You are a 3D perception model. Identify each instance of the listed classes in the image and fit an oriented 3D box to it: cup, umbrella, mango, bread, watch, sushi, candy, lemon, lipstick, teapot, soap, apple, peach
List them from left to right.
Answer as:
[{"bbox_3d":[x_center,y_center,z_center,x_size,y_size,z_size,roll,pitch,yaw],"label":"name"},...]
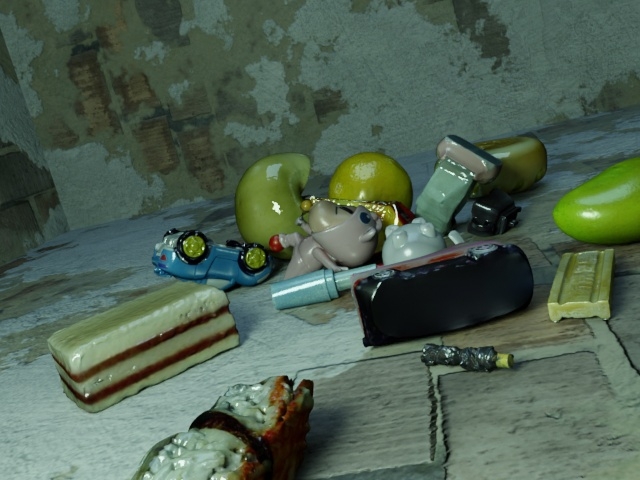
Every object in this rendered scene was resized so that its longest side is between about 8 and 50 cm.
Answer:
[{"bbox_3d":[-0.338,0.190,1.228,0.320,0.135,0.179,-21,14,-29],"label":"candy"},{"bbox_3d":[-0.111,0.260,0.734,0.129,0.124,0.332,4,18,23],"label":"sushi"},{"bbox_3d":[-0.117,-0.084,1.757,0.233,0.295,0.257,-18,-4,-43],"label":"apple"},{"bbox_3d":[0.031,0.091,1.378,0.274,0.068,0.061,-13,24,5],"label":"lipstick"},{"bbox_3d":[0.111,-0.033,1.611,0.267,0.159,0.154,2,7,11],"label":"peach"},{"bbox_3d":[0.146,-0.119,1.782,0.240,0.241,0.219,-16,29,-6],"label":"lemon"},{"bbox_3d":[0.199,0.038,1.269,0.134,0.142,0.173,-18,15,-19],"label":"cup"},{"bbox_3d":[0.324,-0.127,1.605,0.161,0.241,0.253,36,21,14],"label":"watch"},{"bbox_3d":[0.212,0.171,0.939,0.144,0.037,0.040,-5,11,43],"label":"umbrella"},{"bbox_3d":[0.517,-0.214,1.926,0.332,0.160,0.333,-12,15,3],"label":"bread"},{"bbox_3d":[0.434,-0.058,1.565,0.096,0.087,0.177,28,37,32],"label":"teapot"},{"bbox_3d":[0.453,0.071,1.100,0.092,0.037,0.252,-6,16,28],"label":"soap"},{"bbox_3d":[0.613,-0.072,1.282,0.273,0.149,0.185,-26,24,-21],"label":"mango"}]

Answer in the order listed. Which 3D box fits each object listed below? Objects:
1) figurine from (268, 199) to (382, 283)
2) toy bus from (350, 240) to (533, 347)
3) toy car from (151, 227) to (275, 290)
[{"bbox_3d":[0.000,0.000,1.478,0.287,0.186,0.176,-25,15,24],"label":"figurine"},{"bbox_3d":[0.202,0.084,1.109,0.302,0.128,0.147,-15,10,-4],"label":"toy bus"},{"bbox_3d":[-0.269,0.065,1.627,0.314,0.166,0.198,12,0,-28],"label":"toy car"}]
